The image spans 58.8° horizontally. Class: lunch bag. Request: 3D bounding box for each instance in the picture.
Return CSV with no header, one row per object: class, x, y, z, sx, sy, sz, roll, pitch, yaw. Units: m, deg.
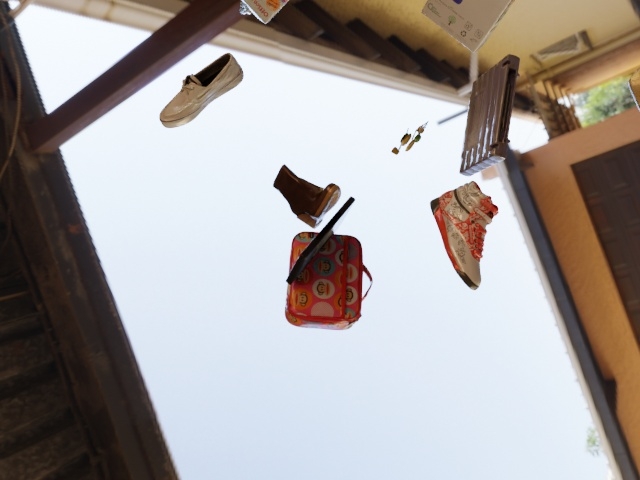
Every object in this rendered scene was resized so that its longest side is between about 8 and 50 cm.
lunch bag,0.029,0.123,1.705,0.120,0.259,0.292,106,169,-62

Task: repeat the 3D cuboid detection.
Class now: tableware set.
tableware set,0.277,-0.317,1.785,0.024,0.104,0.154,40,-123,17

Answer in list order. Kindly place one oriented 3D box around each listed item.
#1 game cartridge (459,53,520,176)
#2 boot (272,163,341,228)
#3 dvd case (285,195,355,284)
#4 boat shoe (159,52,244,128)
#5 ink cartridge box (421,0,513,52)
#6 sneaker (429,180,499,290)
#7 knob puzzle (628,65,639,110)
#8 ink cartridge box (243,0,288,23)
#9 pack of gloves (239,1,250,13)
game cartridge,0.557,-0.404,1.877,0.068,0.230,0.354,14,-102,-9
boot,-0.052,-0.156,1.743,0.090,0.248,0.207,-39,-97,-31
dvd case,0.000,0.000,1.592,0.022,0.180,0.253,38,-121,5
boat shoe,-0.330,-0.407,1.529,0.096,0.268,0.088,56,178,32
ink cartridge box,0.365,-0.585,1.214,0.165,0.332,0.065,42,-126,7
sneaker,0.373,-0.023,1.379,0.090,0.145,0.269,32,-144,-48
knob puzzle,0.578,-0.233,0.876,0.030,0.213,0.213,-7,-103,-79
ink cartridge box,-0.131,-0.661,1.426,0.128,0.176,0.127,40,-167,-32
pack of gloves,-0.202,-0.742,1.597,0.046,0.194,0.232,16,-159,-7
